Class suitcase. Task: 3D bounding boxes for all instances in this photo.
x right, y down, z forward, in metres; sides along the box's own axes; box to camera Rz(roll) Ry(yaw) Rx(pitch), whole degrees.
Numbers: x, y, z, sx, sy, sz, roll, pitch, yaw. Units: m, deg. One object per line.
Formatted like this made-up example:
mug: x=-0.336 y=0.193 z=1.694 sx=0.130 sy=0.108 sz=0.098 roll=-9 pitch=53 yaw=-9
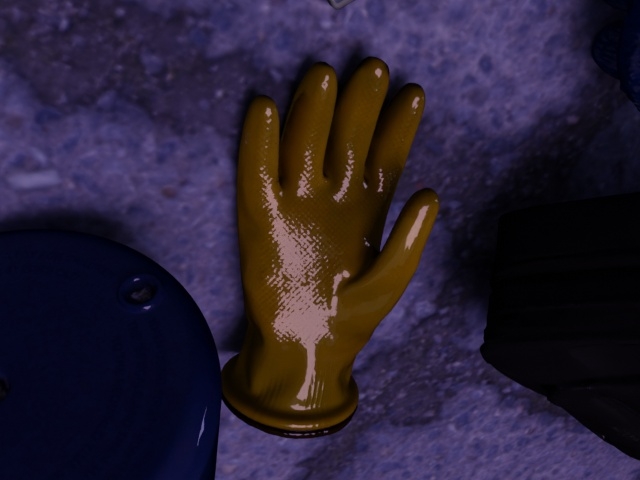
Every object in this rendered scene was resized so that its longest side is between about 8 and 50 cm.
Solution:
suitcase: x=0.331 y=0.086 z=0.713 sx=0.339 sy=0.188 sz=0.345 roll=-6 pitch=151 yaw=39

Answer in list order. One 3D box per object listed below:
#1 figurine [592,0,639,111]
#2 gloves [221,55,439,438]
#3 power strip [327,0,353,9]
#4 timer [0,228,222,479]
figurine: x=0.289 y=-0.126 z=0.576 sx=0.121 sy=0.262 sz=0.164 roll=-30 pitch=116 yaw=-13
gloves: x=-0.001 y=0.000 z=0.645 sx=0.133 sy=0.116 sz=0.294 roll=-3 pitch=119 yaw=-30
power strip: x=0.009 y=-0.197 z=0.553 sx=0.040 sy=0.016 sz=0.090 roll=-31 pitch=130 yaw=0
timer: x=-0.193 y=0.205 z=0.636 sx=0.270 sy=0.270 sz=0.383 roll=-16 pitch=142 yaw=-12
